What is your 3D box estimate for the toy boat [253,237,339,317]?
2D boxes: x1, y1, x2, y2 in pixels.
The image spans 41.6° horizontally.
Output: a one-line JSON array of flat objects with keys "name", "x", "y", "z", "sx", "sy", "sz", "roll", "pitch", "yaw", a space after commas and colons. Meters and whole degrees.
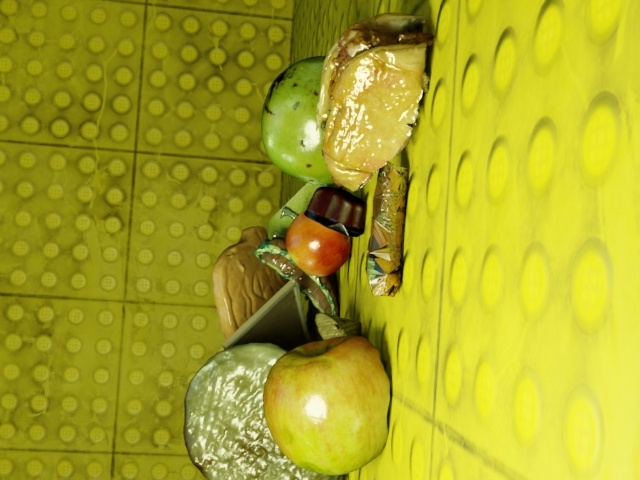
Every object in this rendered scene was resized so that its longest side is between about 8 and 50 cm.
[{"name": "toy boat", "x": -0.035, "y": 0.102, "z": 2.023, "sx": 0.099, "sy": 0.293, "sz": 0.108, "roll": -48, "pitch": 8, "yaw": -32}]

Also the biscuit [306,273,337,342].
[{"name": "biscuit", "x": -0.002, "y": 0.223, "z": 2.216, "sx": 0.359, "sy": 0.046, "sz": 0.360, "roll": -176, "pitch": 90, "yaw": -81}]

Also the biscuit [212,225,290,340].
[{"name": "biscuit", "x": -0.144, "y": 0.174, "z": 2.172, "sx": 0.385, "sy": 0.062, "sz": 0.365, "roll": 67, "pitch": -152, "yaw": -21}]

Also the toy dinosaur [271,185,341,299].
[{"name": "toy dinosaur", "x": -0.050, "y": -0.007, "z": 2.074, "sx": 0.076, "sy": 0.147, "sz": 0.363, "roll": -78, "pitch": 2, "yaw": -58}]

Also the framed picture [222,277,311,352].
[{"name": "framed picture", "x": -0.115, "y": 0.253, "z": 1.990, "sx": 0.232, "sy": 0.024, "sz": 0.315, "roll": -42, "pitch": -33, "yaw": -24}]

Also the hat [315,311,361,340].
[{"name": "hat", "x": 0.060, "y": 0.191, "z": 1.751, "sx": 0.146, "sy": 0.067, "sz": 0.146, "roll": 43, "pitch": 155, "yaw": 25}]

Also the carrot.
[{"name": "carrot", "x": 0.115, "y": -0.019, "z": 1.441, "sx": 0.069, "sy": 0.068, "sz": 0.229, "roll": 179, "pitch": 97, "yaw": -82}]

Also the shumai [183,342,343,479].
[{"name": "shumai", "x": -0.097, "y": 0.395, "z": 1.879, "sx": 0.398, "sy": 0.324, "sz": 0.323, "roll": 59, "pitch": -168, "yaw": -1}]

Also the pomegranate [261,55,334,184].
[{"name": "pomegranate", "x": 0.018, "y": -0.235, "z": 1.683, "sx": 0.340, "sy": 0.260, "sz": 0.261, "roll": 22, "pitch": 110, "yaw": 51}]

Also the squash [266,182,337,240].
[{"name": "squash", "x": -0.041, "y": -0.118, "z": 2.158, "sx": 0.189, "sy": 0.189, "sz": 0.261, "roll": -98, "pitch": 10, "yaw": -56}]

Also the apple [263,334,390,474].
[{"name": "apple", "x": 0.023, "y": 0.294, "z": 1.507, "sx": 0.246, "sy": 0.246, "sz": 0.227, "roll": -155, "pitch": 51, "yaw": -82}]

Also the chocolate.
[{"name": "chocolate", "x": 0.052, "y": -0.068, "z": 1.812, "sx": 0.148, "sy": 0.125, "sz": 0.080, "roll": 27, "pitch": 107, "yaw": 42}]

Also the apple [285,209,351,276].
[{"name": "apple", "x": 0.000, "y": 0.000, "z": 1.932, "sx": 0.139, "sy": 0.163, "sz": 0.163, "roll": -36, "pitch": 30, "yaw": 19}]

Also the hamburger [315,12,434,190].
[{"name": "hamburger", "x": 0.084, "y": -0.239, "z": 1.402, "sx": 0.245, "sy": 0.282, "sz": 0.155, "roll": 52, "pitch": -157, "yaw": -25}]
